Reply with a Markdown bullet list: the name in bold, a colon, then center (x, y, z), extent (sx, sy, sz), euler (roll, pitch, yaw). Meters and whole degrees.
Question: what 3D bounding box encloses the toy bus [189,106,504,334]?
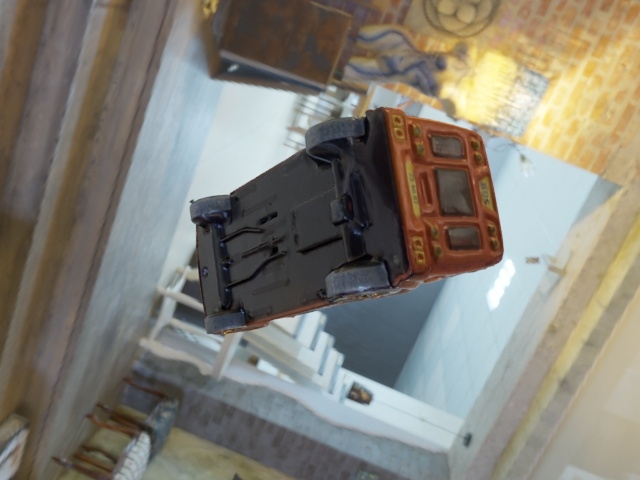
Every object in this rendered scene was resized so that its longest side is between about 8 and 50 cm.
- **toy bus**: center (0.000, 0.000, 0.639), extent (0.329, 0.153, 0.143), euler (-23, -107, 52)
